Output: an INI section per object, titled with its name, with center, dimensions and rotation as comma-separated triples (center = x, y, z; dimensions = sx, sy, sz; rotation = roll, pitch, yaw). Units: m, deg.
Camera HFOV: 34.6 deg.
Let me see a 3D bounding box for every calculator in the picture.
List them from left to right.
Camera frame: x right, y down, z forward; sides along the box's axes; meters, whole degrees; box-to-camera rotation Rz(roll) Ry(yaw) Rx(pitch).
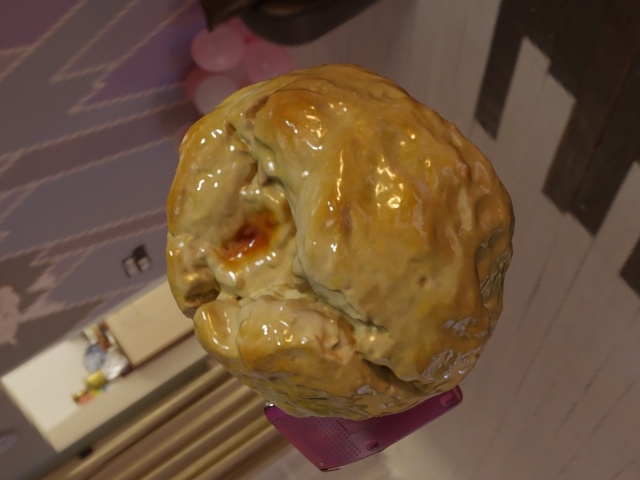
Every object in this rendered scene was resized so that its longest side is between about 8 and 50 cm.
[calculator]
center = 0.048, 0.176, 1.094
dimensions = 0.127, 0.190, 0.034
rotation = 50, -161, -29

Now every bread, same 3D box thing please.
[bread]
center = 0.000, 0.000, 0.652
dimensions = 0.134, 0.244, 0.244
rotation = -1, -136, -52
